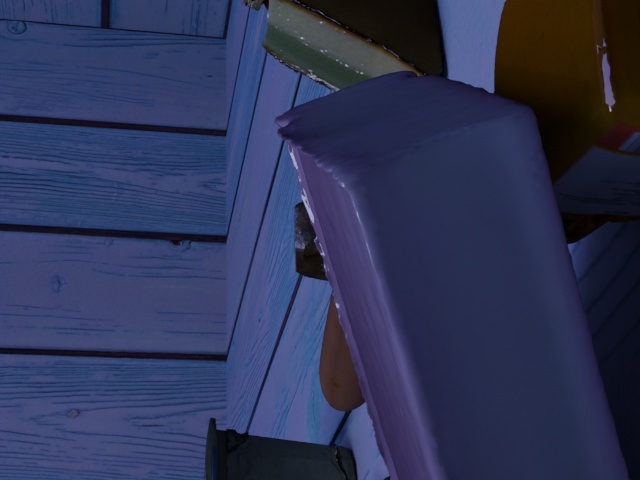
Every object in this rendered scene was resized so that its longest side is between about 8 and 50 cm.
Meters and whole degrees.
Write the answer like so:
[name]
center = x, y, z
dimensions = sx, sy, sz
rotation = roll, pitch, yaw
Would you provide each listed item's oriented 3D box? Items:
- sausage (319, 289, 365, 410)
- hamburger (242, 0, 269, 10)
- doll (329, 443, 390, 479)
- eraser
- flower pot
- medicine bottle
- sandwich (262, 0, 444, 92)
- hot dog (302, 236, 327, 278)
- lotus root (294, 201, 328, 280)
[sausage]
center = 0.052, 0.084, 1.381
dimensions = 0.086, 0.086, 0.289
rotation = -100, 15, -51
[hamburger]
center = -0.061, -0.523, 1.941
dimensions = 0.300, 0.176, 0.300
rotation = -176, 90, -82
[doll]
center = 0.055, 0.305, 1.292
dimensions = 0.202, 0.091, 0.286
rotation = 42, 151, 33
[eraser]
center = 0.089, 0.086, 0.731
dimensions = 0.272, 0.122, 0.359
rotation = -133, 23, -74
[flower pot]
center = -0.063, 0.351, 1.602
dimensions = 0.212, 0.202, 0.212
rotation = -178, 90, -78
[medicine bottle]
center = 0.170, -0.092, 0.684
dimensions = 0.222, 0.112, 0.149
rotation = 122, 149, -70
[sandwich]
center = 0.073, -0.252, 1.325
dimensions = 0.186, 0.220, 0.108
rotation = -50, -16, -33
[hot dog]
center = 0.020, 0.013, 1.617
dimensions = 0.140, 0.060, 0.090
rotation = -150, 62, -71
[lotus root]
center = 0.000, 0.001, 1.741
dimensions = 0.112, 0.081, 0.122
rotation = 96, 173, -63
